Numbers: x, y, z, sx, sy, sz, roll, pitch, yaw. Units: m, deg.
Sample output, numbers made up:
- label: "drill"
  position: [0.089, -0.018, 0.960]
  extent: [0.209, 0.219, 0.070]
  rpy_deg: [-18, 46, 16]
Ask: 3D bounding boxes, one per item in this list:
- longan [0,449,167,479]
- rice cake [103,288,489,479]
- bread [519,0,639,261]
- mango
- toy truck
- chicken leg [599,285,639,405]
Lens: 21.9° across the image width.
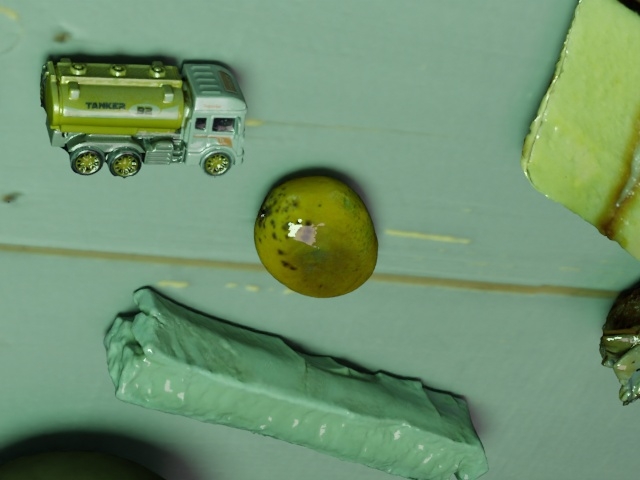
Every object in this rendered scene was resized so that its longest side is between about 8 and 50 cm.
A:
- label: "longan"
  position: [-0.186, 0.264, 1.168]
  extent: [0.248, 0.248, 0.248]
  rpy_deg: [-11, 137, -11]
- label: "rice cake"
  position: [-0.007, 0.116, 1.195]
  extent: [0.336, 0.066, 0.063]
  rpy_deg: [22, 122, -38]
- label: "bread"
  position: [0.277, -0.104, 1.104]
  extent: [0.264, 0.163, 0.168]
  rpy_deg: [-32, 150, -44]
- label: "mango"
  position: [0.000, 0.000, 1.091]
  extent: [0.079, 0.057, 0.114]
  rpy_deg: [-35, 144, 9]
- label: "toy truck"
  position: [-0.104, -0.075, 0.972]
  extent: [0.123, 0.052, 0.063]
  rpy_deg: [-1, 128, -19]
- label: "chicken leg"
  position: [0.282, 0.051, 1.189]
  extent: [0.196, 0.080, 0.125]
  rpy_deg: [-32, 173, 38]
